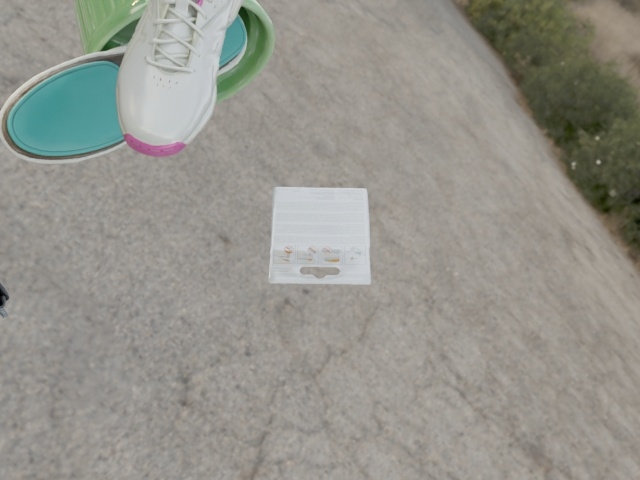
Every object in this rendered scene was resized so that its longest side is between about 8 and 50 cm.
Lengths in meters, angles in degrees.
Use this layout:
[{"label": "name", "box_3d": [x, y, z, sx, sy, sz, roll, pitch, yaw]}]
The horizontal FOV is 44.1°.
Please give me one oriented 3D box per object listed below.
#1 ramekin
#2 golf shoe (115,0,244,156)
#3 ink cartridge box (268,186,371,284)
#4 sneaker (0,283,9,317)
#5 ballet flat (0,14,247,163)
[{"label": "ramekin", "box_3d": [-0.237, -0.338, 1.249, 0.303, 0.303, 0.148, 7, 56, -55]}, {"label": "golf shoe", "box_3d": [-0.152, -0.239, 0.853, 0.115, 0.140, 0.306, 12, 64, -4]}, {"label": "ink cartridge box", "box_3d": [0.000, 0.000, 1.143, 0.145, 0.045, 0.179, 1, 53, -1]}, {"label": "sneaker", "box_3d": [-0.349, 0.072, 0.829, 0.069, 0.098, 0.038, 20, 40, 30]}, {"label": "ballet flat", "box_3d": [-0.286, -0.228, 1.155, 0.400, 0.139, 0.139, -36, 76, -25]}]
